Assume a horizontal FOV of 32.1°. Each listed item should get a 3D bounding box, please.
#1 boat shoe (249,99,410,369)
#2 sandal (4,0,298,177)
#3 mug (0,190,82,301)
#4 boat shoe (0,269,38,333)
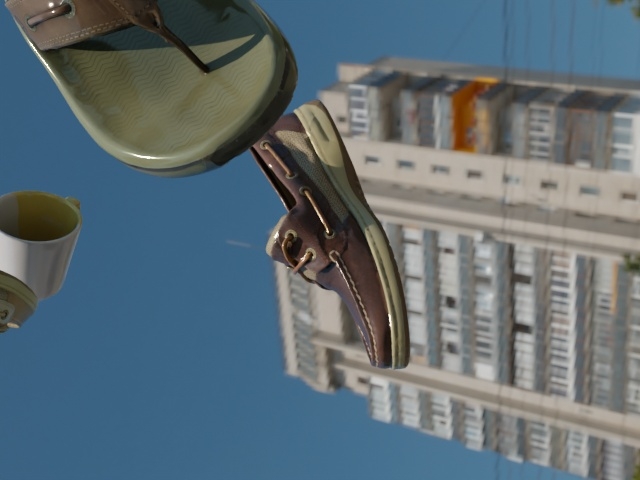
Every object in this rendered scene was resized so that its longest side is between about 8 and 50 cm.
[{"bbox_3d":[0.000,0.000,1.236,0.123,0.123,0.342,87,164,-64],"label":"boat shoe"},{"bbox_3d":[-0.134,-0.147,0.635,0.120,0.303,0.086,-46,-25,3],"label":"sandal"},{"bbox_3d":[-0.193,0.007,0.774,0.078,0.062,0.064,-13,-48,-36],"label":"mug"},{"bbox_3d":[-0.214,0.032,0.643,0.153,0.056,0.048,61,-135,-73],"label":"boat shoe"}]
